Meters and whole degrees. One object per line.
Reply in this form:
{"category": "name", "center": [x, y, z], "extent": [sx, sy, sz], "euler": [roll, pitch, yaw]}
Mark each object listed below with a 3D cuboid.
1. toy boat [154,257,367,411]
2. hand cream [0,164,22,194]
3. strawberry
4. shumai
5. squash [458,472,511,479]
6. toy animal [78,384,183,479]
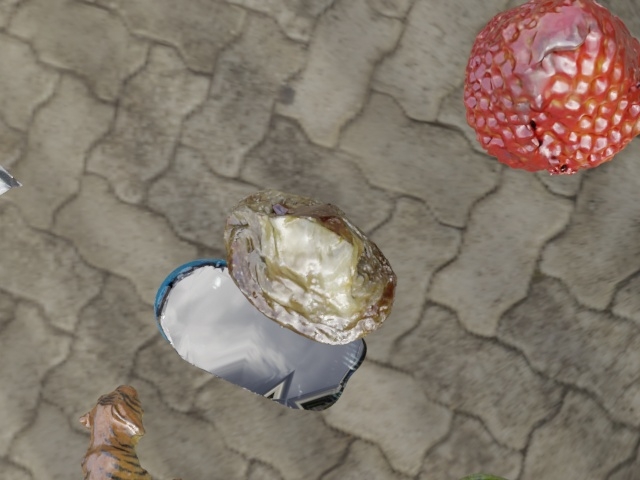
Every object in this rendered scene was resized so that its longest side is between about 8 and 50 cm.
{"category": "toy boat", "center": [-0.086, 0.107, 1.696], "extent": [0.134, 0.299, 0.092], "euler": [-55, 32, 8]}
{"category": "hand cream", "center": [-0.496, -0.006, 1.484], "extent": [0.336, 0.121, 0.076], "euler": [-35, 50, 8]}
{"category": "strawberry", "center": [0.244, -0.173, 1.385], "extent": [0.205, 0.244, 0.205], "euler": [-1, 77, 5]}
{"category": "shumai", "center": [0.003, 0.010, 1.029], "extent": [0.139, 0.123, 0.105], "euler": [52, 139, -10]}
{"category": "squash", "center": [0.252, 0.290, 1.283], "extent": [0.087, 0.331, 0.087], "euler": [-38, 43, 47]}
{"category": "toy animal", "center": [-0.165, 0.230, 1.056], "extent": [0.057, 0.099, 0.241], "euler": [-16, 46, 26]}
